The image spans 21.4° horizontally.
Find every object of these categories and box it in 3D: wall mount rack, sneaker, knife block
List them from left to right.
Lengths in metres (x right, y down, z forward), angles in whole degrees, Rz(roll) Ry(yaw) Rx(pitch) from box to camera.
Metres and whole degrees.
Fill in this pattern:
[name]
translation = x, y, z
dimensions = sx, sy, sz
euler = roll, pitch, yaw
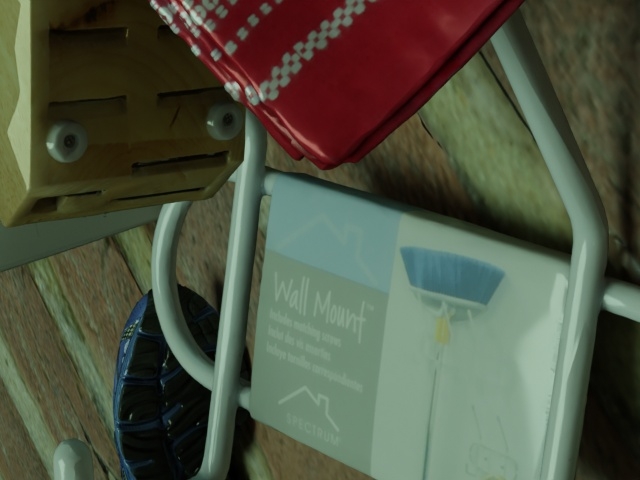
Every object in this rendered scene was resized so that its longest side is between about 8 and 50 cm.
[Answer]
[knife block]
translation = -0.128, -0.163, 0.613
dimensions = 0.242, 0.088, 0.275
euler = 18, 111, 48
[sneaker]
translation = -0.094, 0.114, 1.014
dimensions = 0.087, 0.083, 0.221
euler = 50, 146, 46
[wall mount rack]
translation = 0.000, 0.000, 0.650
dimensions = 0.350, 0.130, 0.304
euler = 19, 108, 46

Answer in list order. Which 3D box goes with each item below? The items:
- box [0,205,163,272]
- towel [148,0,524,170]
[box]
translation = -0.196, -0.088, 1.020
dimensions = 0.181, 0.119, 0.181
euler = 11, 117, 61
[towel]
translation = -0.022, -0.177, 0.465
dimensions = 0.275, 0.199, 0.031
euler = 47, -166, -5
